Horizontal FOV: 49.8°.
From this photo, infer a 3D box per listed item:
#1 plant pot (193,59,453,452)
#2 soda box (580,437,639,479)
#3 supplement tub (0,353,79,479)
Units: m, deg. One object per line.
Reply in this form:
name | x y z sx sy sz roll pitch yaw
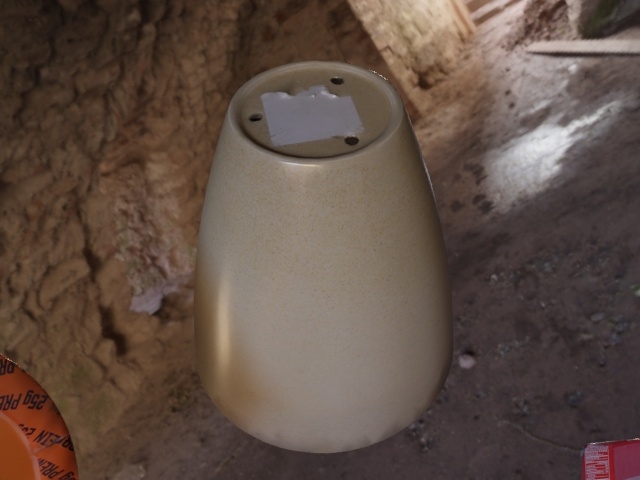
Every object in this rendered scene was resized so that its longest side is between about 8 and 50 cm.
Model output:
plant pot | 0.000 0.000 0.588 0.256 0.274 0.257 -1 47 1
soda box | 0.349 0.203 0.539 0.263 0.092 0.083 -17 37 32
supplement tub | -0.311 0.174 0.420 0.338 0.207 0.207 -23 17 35
